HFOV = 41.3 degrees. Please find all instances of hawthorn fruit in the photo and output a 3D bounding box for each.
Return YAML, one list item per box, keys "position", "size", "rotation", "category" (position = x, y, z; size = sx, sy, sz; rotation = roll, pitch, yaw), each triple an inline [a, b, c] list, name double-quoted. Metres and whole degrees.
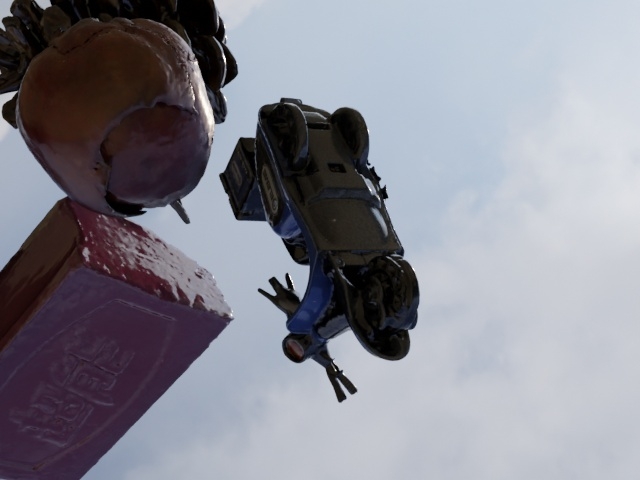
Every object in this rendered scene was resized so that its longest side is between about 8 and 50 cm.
- position: [-0.146, -0.083, 0.643]
  size: [0.148, 0.172, 0.148]
  rotation: [-20, -161, 7]
  category: "hawthorn fruit"

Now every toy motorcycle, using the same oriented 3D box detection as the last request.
- position: [0.000, 0.000, 0.926]
  size: [0.125, 0.213, 0.359]
  rotation: [0, -131, -30]
  category: "toy motorcycle"

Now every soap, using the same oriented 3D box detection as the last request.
- position: [-0.306, 0.137, 1.038]
  size: [0.359, 0.233, 0.128]
  rotation: [-46, -136, 20]
  category: "soap"

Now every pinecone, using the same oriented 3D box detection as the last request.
- position: [-0.224, -0.206, 0.957]
  size: [0.309, 0.244, 0.244]
  rotation: [-33, -146, -32]
  category: "pinecone"
